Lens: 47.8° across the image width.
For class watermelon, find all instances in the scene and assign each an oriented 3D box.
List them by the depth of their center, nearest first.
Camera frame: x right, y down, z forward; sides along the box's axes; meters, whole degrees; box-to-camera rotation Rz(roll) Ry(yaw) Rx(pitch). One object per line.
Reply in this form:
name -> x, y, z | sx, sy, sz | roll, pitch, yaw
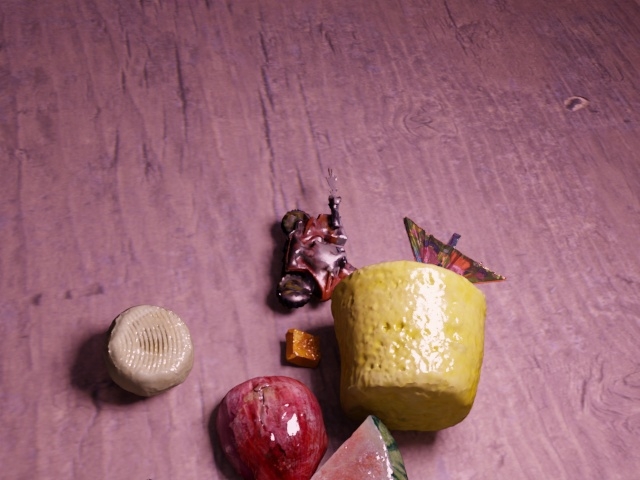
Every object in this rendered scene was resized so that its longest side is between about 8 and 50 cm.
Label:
watermelon -> 0.076, 0.483, 1.415 | 0.201, 0.213, 0.262 | -5, 46, 1

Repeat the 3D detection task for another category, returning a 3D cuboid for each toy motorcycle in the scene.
toy motorcycle -> 0.000, 0.000, 1.794 | 0.207, 0.134, 0.401 | 9, 52, -10

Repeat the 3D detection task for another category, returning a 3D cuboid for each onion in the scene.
onion -> -0.082, 0.397, 1.460 | 0.227, 0.120, 0.284 | -13, 57, -20

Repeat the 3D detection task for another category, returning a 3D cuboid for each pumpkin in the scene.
pumpkin -> -0.043, 0.246, 1.635 | 0.083, 0.054, 0.074 | 21, 49, -27

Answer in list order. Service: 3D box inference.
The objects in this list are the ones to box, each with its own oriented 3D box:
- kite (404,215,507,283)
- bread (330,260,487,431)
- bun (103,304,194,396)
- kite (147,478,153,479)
kite -> 0.334, 0.057, 1.921 | 0.321, 0.016, 0.234 | 31, 50, 10
bread -> 0.182, 0.228, 1.535 | 0.348, 0.348, 0.308 | 12, 55, -7
bun -> -0.362, 0.233, 1.510 | 0.195, 0.118, 0.195 | 10, 55, -14
kite -> -0.300, 0.543, 1.262 | 0.314, 0.011, 0.335 | -21, 30, 2
